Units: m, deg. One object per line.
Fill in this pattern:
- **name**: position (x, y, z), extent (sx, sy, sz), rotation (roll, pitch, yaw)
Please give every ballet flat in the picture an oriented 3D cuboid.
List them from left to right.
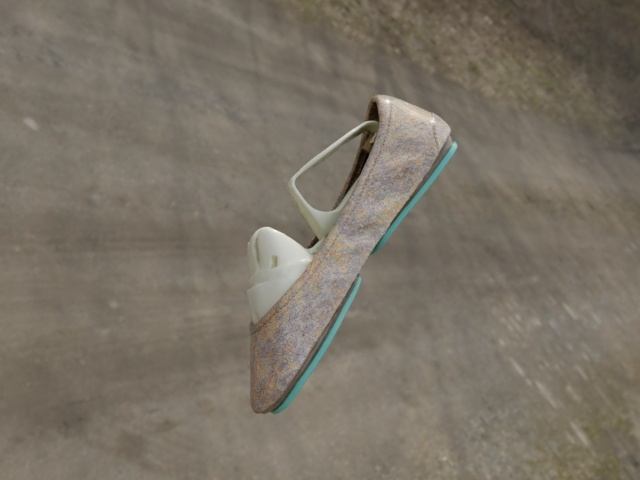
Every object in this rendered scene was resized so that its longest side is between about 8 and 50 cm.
- **ballet flat**: position (0.000, 0.000, 0.880), extent (0.106, 0.107, 0.316), rotation (37, 71, -8)
